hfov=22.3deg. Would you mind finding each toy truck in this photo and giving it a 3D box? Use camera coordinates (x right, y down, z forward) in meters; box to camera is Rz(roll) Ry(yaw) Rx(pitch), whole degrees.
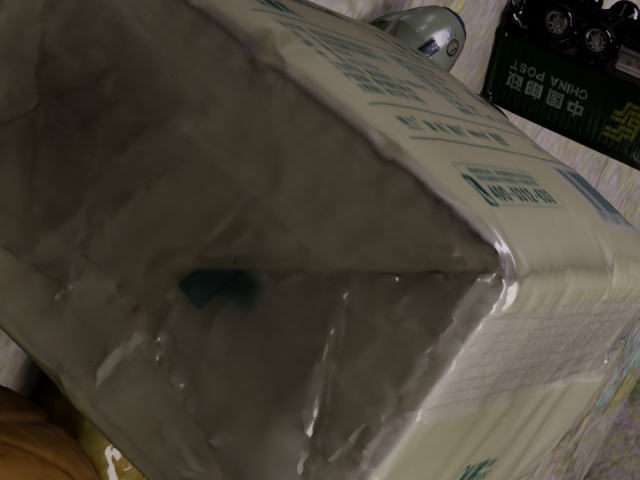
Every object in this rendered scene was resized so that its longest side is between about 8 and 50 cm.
[{"bbox_3d":[0.284,-0.139,1.454,0.088,0.259,0.121,-38,148,-47],"label":"toy truck"}]

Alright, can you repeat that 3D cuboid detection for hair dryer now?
[{"bbox_3d":[0.060,-0.067,1.201,0.167,0.067,0.199,-19,95,-35],"label":"hair dryer"}]

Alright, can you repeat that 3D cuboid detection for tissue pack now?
[{"bbox_3d":[0.000,0.000,0.882,0.207,0.297,0.380,-54,160,13],"label":"tissue pack"}]

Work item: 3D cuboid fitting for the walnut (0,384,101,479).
[{"bbox_3d":[-0.196,0.168,0.800,0.195,0.195,0.222,-53,161,-25],"label":"walnut"}]

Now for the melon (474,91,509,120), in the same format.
[{"bbox_3d":[0.105,-0.068,1.323,0.114,0.114,0.167,-66,158,7],"label":"melon"}]

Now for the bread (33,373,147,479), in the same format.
[{"bbox_3d":[-0.162,0.174,1.018,0.269,0.087,0.098,-66,159,7],"label":"bread"}]
